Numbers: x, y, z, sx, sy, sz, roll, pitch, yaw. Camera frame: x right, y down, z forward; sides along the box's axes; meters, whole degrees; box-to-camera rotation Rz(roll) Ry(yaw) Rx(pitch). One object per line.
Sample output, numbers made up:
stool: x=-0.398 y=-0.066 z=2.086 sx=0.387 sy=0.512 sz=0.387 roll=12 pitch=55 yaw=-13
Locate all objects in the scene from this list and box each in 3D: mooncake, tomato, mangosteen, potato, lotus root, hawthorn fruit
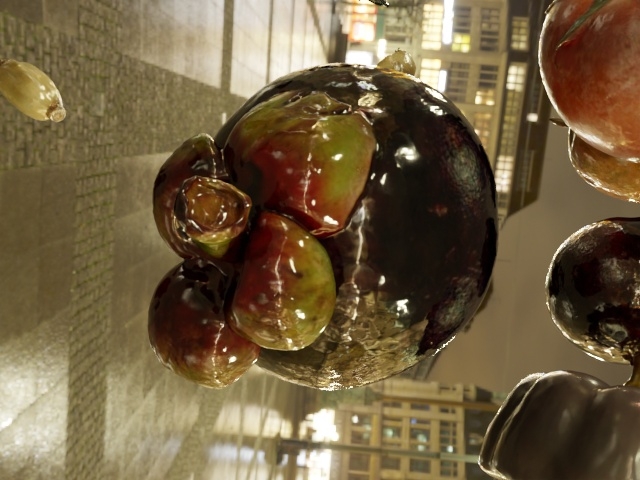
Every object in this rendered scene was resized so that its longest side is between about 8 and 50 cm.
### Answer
mooncake: x=0.351 y=0.265 z=0.783 sx=0.306 sy=0.306 sz=0.154 roll=87 pitch=28 yaw=-77
tomato: x=0.393 y=-0.212 z=0.747 sx=0.265 sy=0.264 sz=0.265 roll=5 pitch=90 yaw=-88
mangosteen: x=0.429 y=0.098 z=0.898 sx=0.236 sy=0.235 sz=0.262 roll=92 pitch=3 yaw=-58
potato: x=0.096 y=-0.220 z=0.873 sx=0.093 sy=0.036 sz=0.037 roll=-43 pitch=143 yaw=-15
mangosteen: x=0.000 y=0.000 z=0.738 sx=0.435 sy=0.382 sz=0.382 roll=-34 pitch=134 yaw=-56
lotus root: x=-0.438 y=-0.226 z=0.986 sx=0.062 sy=0.150 sz=0.073 roll=-56 pitch=161 yaw=25
hawthorn fruit: x=0.590 y=-0.208 z=1.273 sx=0.277 sy=0.298 sz=0.277 roll=-42 pitch=140 yaw=-49

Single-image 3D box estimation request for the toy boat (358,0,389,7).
toy boat: x=0.047 y=-0.427 z=1.041 sx=0.210 sy=0.084 sz=0.066 roll=53 pitch=-41 yaw=27
